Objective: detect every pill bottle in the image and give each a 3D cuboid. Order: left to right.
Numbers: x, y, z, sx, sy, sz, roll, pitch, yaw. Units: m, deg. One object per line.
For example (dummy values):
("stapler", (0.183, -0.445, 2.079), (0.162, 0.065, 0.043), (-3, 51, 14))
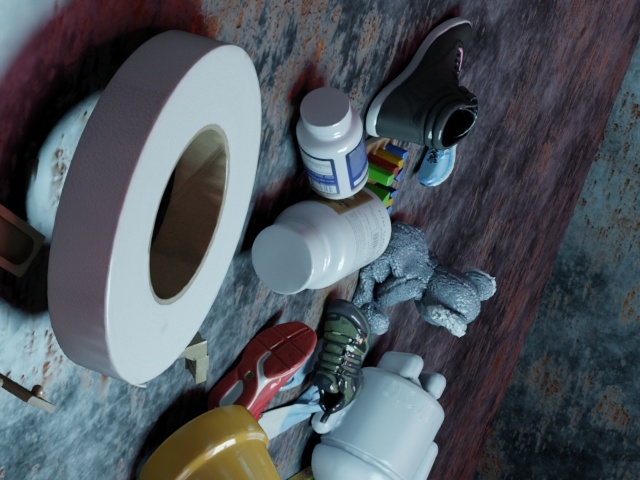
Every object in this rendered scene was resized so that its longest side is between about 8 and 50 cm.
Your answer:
("pill bottle", (0.000, 0.000, 1.771), (0.229, 0.131, 0.131), (-27, 139, -57))
("pill bottle", (0.016, -0.140, 1.696), (0.094, 0.094, 0.169), (-54, 158, -22))

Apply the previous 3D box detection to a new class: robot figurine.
("robot figurine", (0.112, 0.393, 2.382), (0.200, 0.300, 0.353), (-6, -130, 60))

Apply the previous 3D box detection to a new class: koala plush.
("koala plush", (0.199, 0.088, 2.208), (0.196, 0.221, 0.203), (-40, 149, -44))

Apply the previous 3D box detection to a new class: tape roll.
("tape roll", (-0.171, -0.034, 1.317), (0.392, 0.072, 0.392), (17, 90, -77))

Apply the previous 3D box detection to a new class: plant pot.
("plant pot", (-0.134, 0.378, 1.752), (0.205, 0.188, 0.205), (-32, 151, -20))

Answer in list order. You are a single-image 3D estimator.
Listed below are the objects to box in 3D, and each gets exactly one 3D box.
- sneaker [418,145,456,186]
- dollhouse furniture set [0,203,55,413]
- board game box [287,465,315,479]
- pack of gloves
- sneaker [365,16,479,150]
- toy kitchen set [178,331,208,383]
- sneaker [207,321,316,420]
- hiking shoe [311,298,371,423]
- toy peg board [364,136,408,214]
("sneaker", (0.213, -0.177, 2.180), (0.073, 0.063, 0.162), (24, 88, -51))
("dollhouse furniture set", (-0.299, 0.063, 1.167), (0.151, 0.123, 0.144), (-59, 159, -10))
("board game box", (-0.078, 0.586, 2.413), (0.124, 0.039, 0.259), (-17, 127, -61))
("pack of gloves", (-0.026, 0.271, 2.150), (0.232, 0.046, 0.195), (-21, 135, -60))
("sneaker", (0.209, -0.247, 1.944), (0.295, 0.147, 0.104), (-50, 154, -32))
("toy kitchen set", (-0.200, 0.151, 1.624), (0.075, 0.068, 0.083), (-18, 138, -23))
("sneaker", (-0.097, 0.228, 1.912), (0.221, 0.087, 0.128), (-37, 158, -26))
("hiking shoe", (0.033, 0.215, 2.116), (0.114, 0.086, 0.226), (-49, 144, -53))
("toy peg board", (0.093, -0.081, 1.964), (0.161, 0.079, 0.161), (-31, 143, -54))
